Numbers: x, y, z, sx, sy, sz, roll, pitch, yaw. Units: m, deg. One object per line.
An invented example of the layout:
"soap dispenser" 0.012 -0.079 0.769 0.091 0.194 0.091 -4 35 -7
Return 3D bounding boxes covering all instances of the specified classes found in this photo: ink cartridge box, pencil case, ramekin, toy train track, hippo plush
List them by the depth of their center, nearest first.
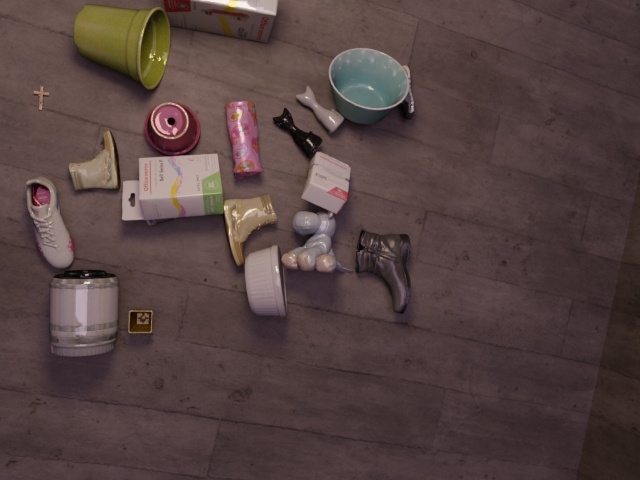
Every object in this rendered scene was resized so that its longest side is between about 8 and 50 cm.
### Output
"toy train track" -0.997 -0.507 1.776 0.048 0.014 0.083 5 96 -20
"ink cartridge box" -0.352 -0.861 1.782 0.384 0.279 0.161 5 91 -13
"ink cartridge box" -0.537 -0.193 1.788 0.353 0.119 0.207 -6 55 -13
"ramekin" -0.202 0.157 1.853 0.127 0.273 0.273 -8 93 -1
"pencil case" -0.293 -0.382 1.891 0.124 0.124 0.284 -8 93 -13
"hippo plush" 0.000 0.000 1.897 0.294 0.234 0.237 6 88 -17
"ink cartridge box" 0.025 -0.226 1.918 0.158 0.092 0.218 24 43 -13

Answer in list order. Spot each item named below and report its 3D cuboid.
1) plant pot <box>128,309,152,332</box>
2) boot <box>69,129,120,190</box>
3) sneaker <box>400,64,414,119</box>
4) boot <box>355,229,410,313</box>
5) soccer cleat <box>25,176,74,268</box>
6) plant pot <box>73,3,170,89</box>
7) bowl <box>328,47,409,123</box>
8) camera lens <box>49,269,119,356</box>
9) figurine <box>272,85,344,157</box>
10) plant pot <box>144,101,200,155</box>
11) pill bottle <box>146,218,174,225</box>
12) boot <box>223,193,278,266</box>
"plant pot" -0.658 0.292 1.832 0.081 0.083 0.082 2 91 -13
"boot" -0.817 -0.287 1.790 0.165 0.077 0.213 -5 95 -11
"sneaker" 0.308 -0.605 2.049 0.132 0.086 0.229 -5 82 -8
"boot" 0.246 0.130 2.038 0.222 0.118 0.338 2 80 -10
"soccer cleat" -0.953 -0.059 1.727 0.116 0.143 0.331 -15 95 -12
"plant pot" -0.696 -0.698 1.733 0.253 0.276 0.276 14 88 -2
"bowl" 0.172 -0.578 1.939 0.311 0.163 0.312 4 63 -8
"camera lens" -0.816 0.243 1.725 0.219 0.219 0.275 1 91 -13
"figurine" -0.048 -0.476 1.964 0.209 0.092 0.215 43 81 -6
"plant pot" -0.539 -0.414 1.799 0.201 0.180 0.202 0 90 -12
"pill bottle" -0.579 -0.108 1.847 0.137 0.078 0.078 -16 95 -12
"boot" -0.261 -0.042 1.917 0.203 0.095 0.262 -10 90 -14
